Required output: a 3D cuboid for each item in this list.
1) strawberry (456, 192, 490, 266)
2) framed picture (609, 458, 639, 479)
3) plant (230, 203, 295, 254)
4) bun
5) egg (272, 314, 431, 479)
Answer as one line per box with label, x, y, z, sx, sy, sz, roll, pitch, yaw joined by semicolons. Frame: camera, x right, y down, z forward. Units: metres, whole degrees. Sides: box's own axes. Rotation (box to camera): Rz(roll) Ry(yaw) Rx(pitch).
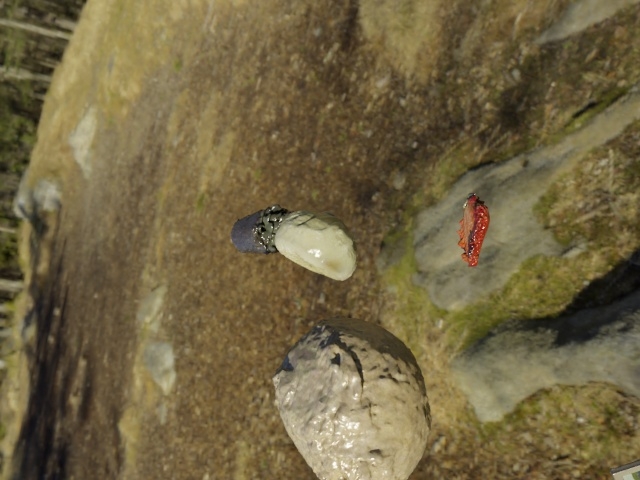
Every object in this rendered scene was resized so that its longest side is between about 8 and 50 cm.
strawberry;0.291;-0.019;1.338;0.104;0.048;0.152;102;172;-63
framed picture;0.361;0.254;0.708;0.109;0.149;0.011;-25;29;15
plant;-0.110;-0.020;1.430;0.143;0.094;0.092;-9;37;32
bun;0.000;0.000;0.664;0.055;0.086;0.086;-62;24;-7
egg;0.057;0.273;1.219;0.279;0.279;0.310;-60;41;33
